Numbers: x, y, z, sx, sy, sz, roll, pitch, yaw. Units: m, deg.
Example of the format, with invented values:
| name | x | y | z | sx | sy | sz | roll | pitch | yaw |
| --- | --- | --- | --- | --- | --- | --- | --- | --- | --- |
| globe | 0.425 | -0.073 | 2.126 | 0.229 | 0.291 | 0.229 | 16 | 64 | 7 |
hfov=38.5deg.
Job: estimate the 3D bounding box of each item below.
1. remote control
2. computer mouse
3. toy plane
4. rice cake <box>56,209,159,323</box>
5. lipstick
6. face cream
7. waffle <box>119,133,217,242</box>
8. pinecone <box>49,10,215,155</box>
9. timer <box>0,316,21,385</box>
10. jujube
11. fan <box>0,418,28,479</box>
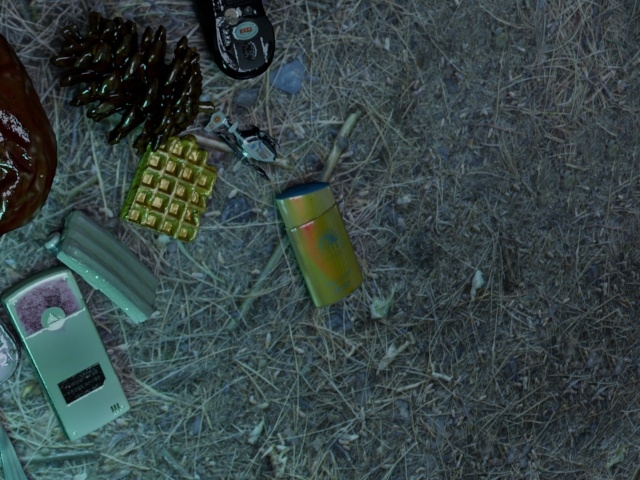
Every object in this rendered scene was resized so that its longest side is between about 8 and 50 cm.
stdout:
| name | x | y | z | sx | sy | sz | roll | pitch | yaw |
| --- | --- | --- | --- | --- | --- | --- | --- | --- | --- |
| remote control | -0.498 | 0.222 | 1.802 | 0.145 | 0.050 | 0.344 | -27 | 113 | -24 |
| computer mouse | -0.173 | -0.437 | 1.825 | 0.137 | 0.096 | 0.233 | -18 | 106 | -32 |
| toy plane | -0.153 | -0.208 | 1.916 | 0.197 | 0.053 | 0.078 | 39 | 89 | -36 |
| rice cake | -0.412 | 0.050 | 1.788 | 0.043 | 0.127 | 0.237 | -26 | 128 | 26 |
| lipstick | -0.473 | 0.039 | 1.781 | 0.040 | 0.040 | 0.141 | -50 | 122 | -12 |
| face cream | 0.000 | 0.000 | 2.048 | 0.139 | 0.067 | 0.285 | -32 | 116 | -25 |
| waffle | -0.293 | -0.115 | 1.848 | 0.160 | 0.055 | 0.211 | 23 | 88 | -33 |
| pinecone | -0.346 | -0.288 | 1.687 | 0.309 | 0.244 | 0.244 | 29 | 85 | -18 |
| timer | -0.670 | 0.213 | 1.685 | 0.208 | 0.069 | 0.191 | -38 | 115 | -18 |
| jujube | -0.593 | -0.189 | 1.528 | 0.276 | 0.276 | 0.377 | -29 | 111 | -23 |
| fan | -0.616 | 0.419 | 1.792 | 0.057 | 0.023 | 0.282 | -18 | 110 | -18 |
